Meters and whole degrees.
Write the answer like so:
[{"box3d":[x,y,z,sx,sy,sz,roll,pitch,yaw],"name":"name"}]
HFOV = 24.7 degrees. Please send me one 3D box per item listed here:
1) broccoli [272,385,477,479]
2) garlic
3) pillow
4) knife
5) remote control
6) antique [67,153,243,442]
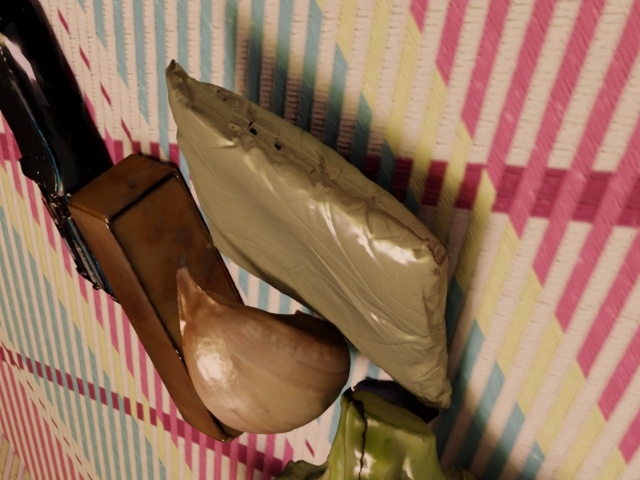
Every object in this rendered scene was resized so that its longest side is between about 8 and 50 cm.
[{"box3d":[0.064,0.242,1.289,0.288,0.248,0.246,17,111,22],"name":"broccoli"},{"box3d":[-0.044,0.107,1.283,0.115,0.128,0.206,11,167,35],"name":"garlic"},{"box3d":[-0.001,-0.001,1.192,0.280,0.076,0.274,36,160,24],"name":"pillow"},{"box3d":[0.067,0.145,1.344,0.121,0.018,0.031,7,129,60],"name":"knife"},{"box3d":[-0.286,-0.092,1.579,0.144,0.062,0.399,25,145,46],"name":"remote control"},{"box3d":[-0.144,0.066,1.510,0.087,0.093,0.310,19,140,50],"name":"antique"}]
